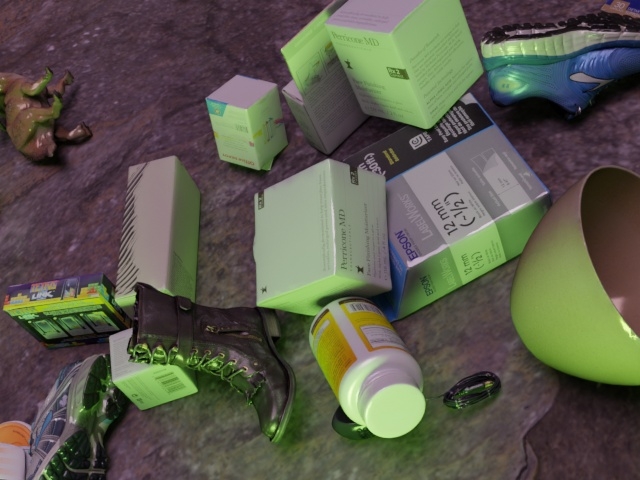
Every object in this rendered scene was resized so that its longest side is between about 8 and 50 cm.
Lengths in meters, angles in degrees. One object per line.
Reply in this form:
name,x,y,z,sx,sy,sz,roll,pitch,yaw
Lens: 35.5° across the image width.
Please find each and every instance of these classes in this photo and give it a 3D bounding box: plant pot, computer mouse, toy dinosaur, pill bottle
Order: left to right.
toy dinosaur,-0.571,-0.235,1.935,0.200,0.127,0.296,-29,63,8
pill bottle,0.066,0.173,1.364,0.117,0.117,0.215,-30,30,-2
computer mouse,0.134,0.232,1.392,0.242,0.041,0.071,-13,28,5
plant pot,0.359,0.072,1.299,0.191,0.284,0.284,-36,40,41

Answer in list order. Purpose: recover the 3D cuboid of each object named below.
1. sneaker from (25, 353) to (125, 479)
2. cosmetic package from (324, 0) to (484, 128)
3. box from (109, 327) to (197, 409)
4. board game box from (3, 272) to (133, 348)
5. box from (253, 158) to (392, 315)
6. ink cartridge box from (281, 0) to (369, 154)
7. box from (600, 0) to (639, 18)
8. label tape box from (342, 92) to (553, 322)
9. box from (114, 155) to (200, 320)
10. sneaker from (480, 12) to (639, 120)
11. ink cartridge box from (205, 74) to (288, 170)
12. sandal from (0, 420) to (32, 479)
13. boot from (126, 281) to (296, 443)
sneaker,-0.385,0.307,1.504,0.122,0.110,0.283,-9,49,36
cosmetic package,0.132,-0.299,1.554,0.151,0.184,0.151,20,59,45
box,-0.254,0.187,1.521,0.101,0.101,0.087,-19,51,7
board game box,-0.394,0.115,1.601,0.170,0.141,0.048,-8,54,14
box,0.000,0.000,1.479,0.182,0.119,0.181,-22,63,45
ink cartridge box,0.059,-0.329,1.670,0.296,0.261,0.066,-44,52,-13
box,0.592,-0.438,1.694,0.136,0.036,0.225,27,68,33
label tape box,0.146,-0.042,1.530,0.347,0.115,0.249,-27,51,-1
box,-0.265,0.003,1.653,0.094,0.113,0.275,-13,51,13
sneaker,0.417,-0.276,1.599,0.329,0.147,0.130,-6,26,-4
ink cartridge box,-0.124,-0.197,1.730,0.092,0.143,0.090,19,47,30
sandal,-0.472,0.378,1.484,0.101,0.076,0.265,-16,52,9
boot,-0.164,0.174,1.431,0.228,0.091,0.263,9,37,-24
